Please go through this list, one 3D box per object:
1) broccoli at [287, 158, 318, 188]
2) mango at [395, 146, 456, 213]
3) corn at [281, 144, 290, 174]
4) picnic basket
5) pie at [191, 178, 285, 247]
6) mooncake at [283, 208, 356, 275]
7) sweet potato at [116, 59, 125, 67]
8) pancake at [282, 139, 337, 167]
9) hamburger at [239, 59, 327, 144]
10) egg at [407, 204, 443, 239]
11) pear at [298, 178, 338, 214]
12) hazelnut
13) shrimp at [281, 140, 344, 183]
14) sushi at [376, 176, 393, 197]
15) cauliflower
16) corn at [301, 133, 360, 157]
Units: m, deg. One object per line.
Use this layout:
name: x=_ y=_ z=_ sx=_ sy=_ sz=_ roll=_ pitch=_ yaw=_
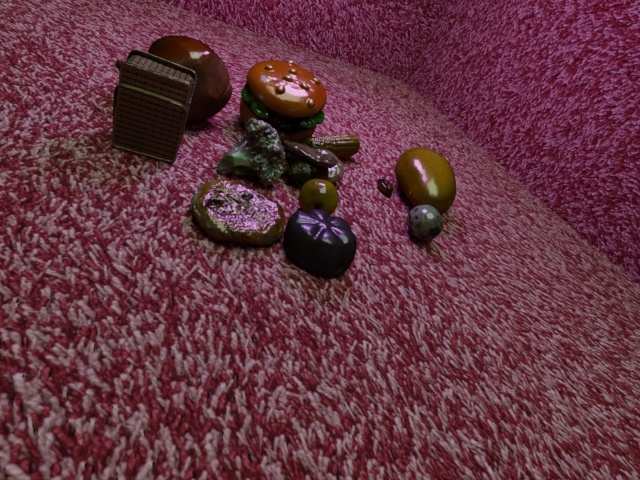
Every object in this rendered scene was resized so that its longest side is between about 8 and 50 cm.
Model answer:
broccoli: x=-0.072 y=-0.266 z=1.769 sx=0.130 sy=0.131 sz=0.120 roll=-20 pitch=92 yaw=-64
mango: x=0.500 y=-0.279 z=2.080 sx=0.301 sy=0.220 sz=0.445 roll=23 pitch=36 yaw=-10
corn: x=-0.169 y=-0.344 z=1.842 sx=0.068 sy=0.068 sz=0.207 roll=11 pitch=37 yaw=-23
picnic basket: x=-0.567 y=-0.452 z=1.493 sx=0.228 sy=0.313 sz=0.175 roll=15 pitch=33 yaw=-18
pie: x=-0.263 y=-0.092 z=1.408 sx=0.315 sy=0.092 sz=0.315 roll=19 pitch=35 yaw=-14
mooncake: x=0.000 y=0.000 z=1.429 sx=0.245 sy=0.133 sz=0.245 roll=14 pitch=30 yaw=-8
sweet potato: x=-0.864 y=-0.772 z=1.984 sx=0.214 sy=0.050 sz=0.050 roll=34 pitch=33 yaw=17
pancake: x=-0.045 y=-0.356 z=1.811 sx=0.236 sy=0.042 sz=0.222 roll=20 pitch=21 yaw=-14
hamburger: x=-0.178 y=-0.645 z=1.998 sx=0.396 sy=0.277 sz=0.395 roll=13 pitch=48 yaw=-15
egg: x=0.428 y=-0.080 z=1.819 sx=0.141 sy=0.141 sz=0.181 roll=14 pitch=27 yaw=-18
pear: x=-0.006 y=-0.157 z=1.622 sx=0.149 sy=0.149 sz=0.162 roll=21 pitch=38 yaw=-8
hazelnut: x=-0.545 y=-0.658 z=1.798 sx=0.372 sy=0.372 sz=0.315 roll=35 pitch=72 yaw=13
shrimp: x=-0.031 y=-0.362 z=1.926 sx=0.317 sy=0.062 sz=0.164 roll=35 pitch=55 yaw=10
sushi: x=0.305 y=-0.256 z=2.062 sx=0.055 sy=0.052 sz=0.120 roll=18 pitch=26 yaw=-46
cauliflower: x=-0.265 y=-0.319 z=1.655 sx=0.315 sy=0.239 sz=0.256 roll=-25 pitch=97 yaw=-30
corn: x=0.056 y=-0.449 z=2.103 sx=0.363 sy=0.120 sz=0.120 roll=-13 pitch=49 yaw=-41
